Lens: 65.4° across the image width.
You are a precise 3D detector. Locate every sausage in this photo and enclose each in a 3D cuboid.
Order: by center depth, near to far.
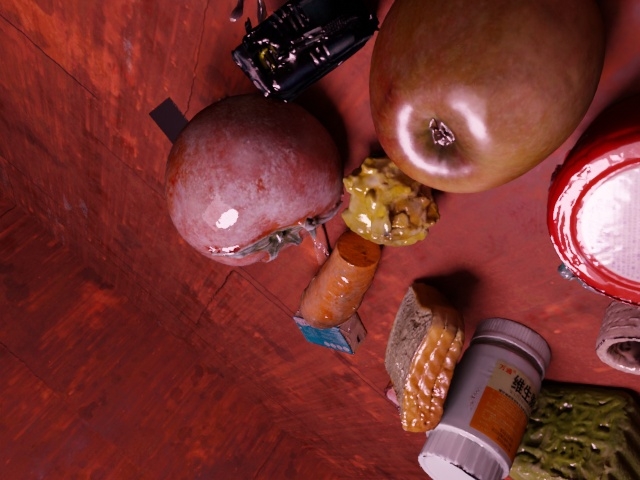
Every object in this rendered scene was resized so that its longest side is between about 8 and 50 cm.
[{"bbox_3d":[0.000,0.000,1.144,0.042,0.036,0.158,1,136,11],"label":"sausage"}]

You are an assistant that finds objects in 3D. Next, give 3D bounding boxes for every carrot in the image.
[{"bbox_3d":[0.043,0.105,1.137,0.138,0.139,0.302,35,145,7],"label":"carrot"}]

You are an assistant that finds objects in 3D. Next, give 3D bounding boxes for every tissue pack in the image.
[{"bbox_3d":[0.026,0.232,1.357,0.169,0.082,0.120,6,136,41],"label":"tissue pack"}]

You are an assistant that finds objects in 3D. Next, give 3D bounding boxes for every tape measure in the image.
[{"bbox_3d":[-0.018,-0.277,0.687,0.186,0.199,0.112,-31,104,9],"label":"tape measure"}]

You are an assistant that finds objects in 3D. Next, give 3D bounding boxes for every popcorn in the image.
[{"bbox_3d":[0.113,-0.070,0.859,0.173,0.142,0.173,35,166,10],"label":"popcorn"}]

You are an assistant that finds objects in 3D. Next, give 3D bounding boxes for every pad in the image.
[{"bbox_3d":[-0.328,-0.245,1.202,0.127,0.004,0.190,-9,124,49],"label":"pad"}]

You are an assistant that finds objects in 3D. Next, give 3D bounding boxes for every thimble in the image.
[{"bbox_3d":[0.496,0.149,0.778,0.102,0.090,0.115,28,147,17],"label":"thimble"}]

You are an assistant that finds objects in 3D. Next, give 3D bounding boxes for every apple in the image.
[{"bbox_3d":[0.171,-0.186,0.563,0.256,0.234,0.257,29,148,20],"label":"apple"}]

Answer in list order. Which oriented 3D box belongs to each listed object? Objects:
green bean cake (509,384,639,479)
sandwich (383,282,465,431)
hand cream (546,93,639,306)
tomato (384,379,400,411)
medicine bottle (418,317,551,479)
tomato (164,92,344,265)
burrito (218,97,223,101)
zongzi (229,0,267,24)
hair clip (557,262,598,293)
[{"bbox_3d":[0.483,0.395,0.972,0.125,0.222,0.248,48,150,-16],"label":"green bean cake"},{"bbox_3d":[0.193,0.213,0.976,0.087,0.226,0.251,18,-171,-4],"label":"sandwich"},{"bbox_3d":[0.381,-0.046,0.557,0.230,0.149,0.230,18,127,25],"label":"hand cream"},{"bbox_3d":[0.274,0.362,1.245,0.199,0.112,0.228,27,146,5],"label":"tomato"},{"bbox_3d":[0.315,0.316,0.951,0.158,0.318,0.158,27,145,20],"label":"medicine bottle"},{"bbox_3d":[-0.115,-0.101,0.882,0.283,0.316,0.317,60,151,14],"label":"tomato"},{"bbox_3d":[-0.159,-0.188,1.047,0.058,0.063,0.229,1,130,58],"label":"burrito"},{"bbox_3d":[-0.253,-0.539,0.684,0.500,0.218,0.467,42,179,-30],"label":"zongzi"},{"bbox_3d":[0.521,0.073,0.683,0.358,0.110,0.095,25,-175,15],"label":"hair clip"}]
